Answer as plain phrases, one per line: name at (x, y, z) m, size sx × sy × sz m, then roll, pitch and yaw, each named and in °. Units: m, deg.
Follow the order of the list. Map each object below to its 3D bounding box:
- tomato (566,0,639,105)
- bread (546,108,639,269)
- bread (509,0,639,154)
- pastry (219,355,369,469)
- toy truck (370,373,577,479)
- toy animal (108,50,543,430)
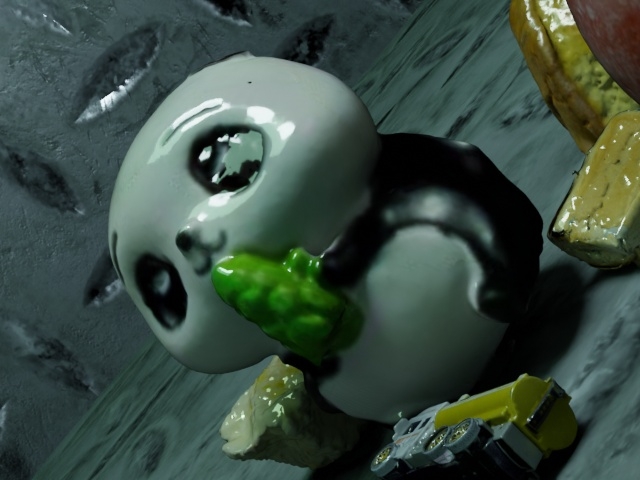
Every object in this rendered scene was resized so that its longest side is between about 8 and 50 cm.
tomato at (0.235, -0.185, 0.624) m, size 0.270 × 0.227 × 0.270 m, roll -49°, pitch 12°, yaw 14°
bread at (0.188, -0.032, 0.776) m, size 0.072 × 0.053 × 0.106 m, roll 10°, pitch 59°, yaw 52°
bread at (0.223, -0.178, 0.961) m, size 0.143 × 0.139 × 0.229 m, roll -35°, pitch 17°, yaw 30°
pastry at (0.020, 0.081, 0.985) m, size 0.121 × 0.089 × 0.258 m, roll -33°, pitch 19°, yaw 49°
toy truck at (0.083, 0.111, 0.689) m, size 0.063 × 0.052 × 0.123 m, roll -50°, pitch 9°, yaw -32°
toy animal at (-0.002, 0.004, 0.808) m, size 0.212 × 0.266 × 0.213 m, roll -159°, pitch 90°, yaw -80°
